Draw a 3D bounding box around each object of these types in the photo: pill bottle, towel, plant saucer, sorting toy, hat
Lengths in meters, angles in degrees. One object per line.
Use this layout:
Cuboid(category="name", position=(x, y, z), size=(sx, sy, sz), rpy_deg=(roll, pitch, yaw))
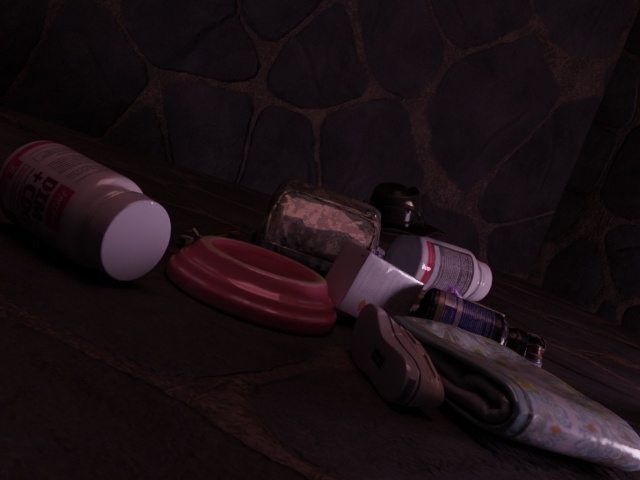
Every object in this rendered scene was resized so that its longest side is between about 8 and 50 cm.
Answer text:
Cuboid(category="pill bottle", position=(-0.387, -0.050, 1.183), size=(0.283, 0.161, 0.160), rpy_deg=(25, 8, 32))
Cuboid(category="pill bottle", position=(0.368, 0.092, 2.211), size=(0.318, 0.176, 0.176), rpy_deg=(16, 8, -32))
Cuboid(category="towel", position=(0.311, 0.242, 1.212), size=(0.320, 0.090, 0.374), rpy_deg=(19, 7, -28))
Cuboid(category="pill bottle", position=(0.307, 0.191, 1.494), size=(0.219, 0.123, 0.123), rpy_deg=(22, 7, 0))
Cuboid(category="plant saucer", position=(-0.118, 0.072, 1.349), size=(0.332, 0.084, 0.332), rpy_deg=(20, 6, -2))
Cuboid(category="sorting toy", position=(-0.233, -0.001, 1.783), size=(0.061, 0.042, 0.102), rpy_deg=(7, 12, 29))
Cuboid(category="hat", position=(0.221, -0.099, 2.112), size=(0.331, 0.134, 0.331), rpy_deg=(7, 8, -1))

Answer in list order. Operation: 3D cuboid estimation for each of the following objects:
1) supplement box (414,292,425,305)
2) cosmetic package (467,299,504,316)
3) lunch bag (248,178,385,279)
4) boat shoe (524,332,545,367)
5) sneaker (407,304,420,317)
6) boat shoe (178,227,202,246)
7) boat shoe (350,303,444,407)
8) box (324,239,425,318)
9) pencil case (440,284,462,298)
Cuboid(category="supplement box", position=(0.227, 0.155, 1.810), size=(0.083, 0.056, 0.083), rpy_deg=(24, 8, 25))
Cuboid(category="cosmetic package", position=(0.480, 0.217, 2.135), size=(0.115, 0.041, 0.060), rpy_deg=(23, 8, 22))
Cuboid(category="lunch bag", position=(-0.004, 0.006, 1.745), size=(0.305, 0.213, 0.256), rpy_deg=(20, 24, 0))
Cuboid(category="boat shoe", position=(0.522, 0.266, 1.778), size=(0.066, 0.066, 0.183), rpy_deg=(21, 7, 4))
Cuboid(category="sneaker", position=(0.199, 0.166, 1.616), size=(0.082, 0.072, 0.190), rpy_deg=(19, 4, 37))
Cuboid(category="boat shoe", position=(-0.271, 0.010, 1.556), size=(0.043, 0.049, 0.137), rpy_deg=(-26, 27, -14))
Cuboid(category="boat shoe", position=(0.122, 0.183, 1.155), size=(0.088, 0.096, 0.267), rpy_deg=(23, 7, -19))
Cuboid(category="box", position=(0.104, 0.098, 1.480), size=(0.170, 0.130, 0.091), rpy_deg=(30, 1, -33))
Cuboid(category="pencil case", position=(0.343, 0.175, 1.871), size=(0.086, 0.088, 0.206), rpy_deg=(22, 8, -1))
